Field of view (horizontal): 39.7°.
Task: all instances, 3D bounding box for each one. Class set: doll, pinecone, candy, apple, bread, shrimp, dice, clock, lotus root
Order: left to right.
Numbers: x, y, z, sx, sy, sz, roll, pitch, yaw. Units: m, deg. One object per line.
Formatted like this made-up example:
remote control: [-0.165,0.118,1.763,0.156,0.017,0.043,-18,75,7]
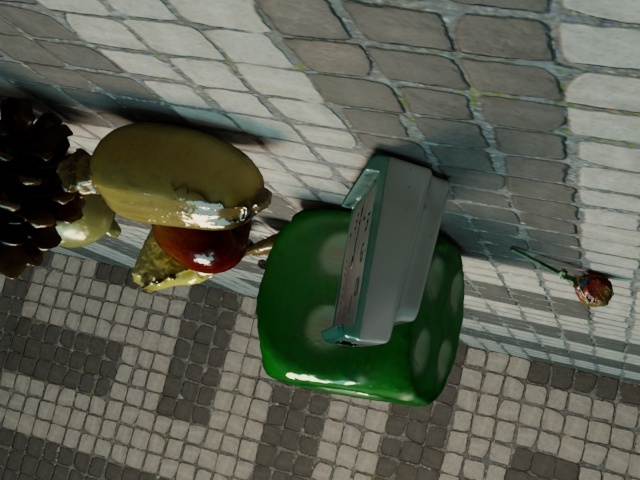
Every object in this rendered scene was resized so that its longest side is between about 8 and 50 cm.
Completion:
pinecone: [-0.452,-0.084,1.289,0.264,0.264,0.264,14,171,2]
doll: [-0.494,-0.080,1.632,0.177,0.162,0.260,32,179,32]
lotus root: [-0.202,-0.090,1.201,0.303,0.131,0.146,9,146,18]
bread: [-0.282,0.016,1.885,0.261,0.163,0.204,-18,172,-11]
apple: [-0.212,-0.021,1.549,0.158,0.147,0.156,-1,140,20]
shrimp: [-0.093,0.008,1.817,0.115,0.051,0.217,-10,178,0]
dice: [0.073,0.118,1.526,0.287,0.300,0.297,6,167,27]
clock: [0.081,0.028,1.169,0.116,0.231,0.262,11,171,-3]
candy: [0.392,0.054,1.448,0.200,0.061,0.060,25,168,-16]

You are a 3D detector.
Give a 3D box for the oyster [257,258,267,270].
oyster: [-0.028,0.071,2.055,0.199,0.087,0.252,8,-178,-23]
